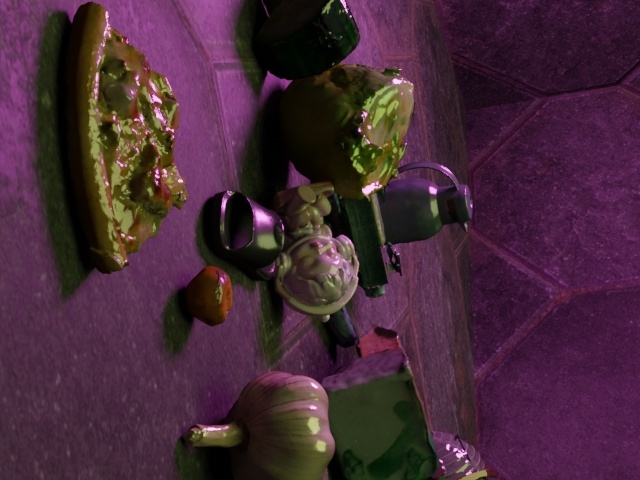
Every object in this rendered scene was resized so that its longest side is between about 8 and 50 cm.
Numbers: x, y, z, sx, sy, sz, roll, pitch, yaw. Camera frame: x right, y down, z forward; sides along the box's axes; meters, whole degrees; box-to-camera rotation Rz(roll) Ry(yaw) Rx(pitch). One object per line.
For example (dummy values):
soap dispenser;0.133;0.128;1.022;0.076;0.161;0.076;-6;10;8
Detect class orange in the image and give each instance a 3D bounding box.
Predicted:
orange;-0.156;0.075;1.454;0.086;0.062;0.086;5;90;-85

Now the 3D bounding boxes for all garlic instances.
garlic;-0.100;0.281;1.456;0.226;0.199;0.199;6;74;-40

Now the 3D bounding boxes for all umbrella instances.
umbrella;0.024;0.124;2.064;0.250;0.052;0.053;68;23;-43

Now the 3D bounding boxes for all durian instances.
durian;0.043;-0.212;1.930;0.256;0.340;0.204;-42;129;-22

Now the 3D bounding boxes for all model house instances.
model house;0.100;0.300;2.096;0.325;0.194;0.267;-96;169;-65

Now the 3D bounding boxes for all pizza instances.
pizza;-0.225;-0.116;1.271;0.223;0.089;0.323;16;68;-69

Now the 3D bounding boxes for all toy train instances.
toy train;0.082;-0.037;2.174;0.189;0.126;0.307;-111;-173;-71

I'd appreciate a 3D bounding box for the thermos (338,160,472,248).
thermos;0.185;-0.080;2.297;0.145;0.287;0.182;-71;148;-58

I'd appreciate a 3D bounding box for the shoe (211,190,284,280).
shoe;-0.096;-0.008;1.648;0.241;0.093;0.108;50;37;-64

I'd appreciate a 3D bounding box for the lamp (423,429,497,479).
lamp;0.226;0.513;2.181;0.233;0.265;0.233;157;-90;-82

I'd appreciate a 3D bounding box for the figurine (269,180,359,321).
figurine;-0.012;0.024;1.820;0.141;0.163;0.236;154;-73;-68

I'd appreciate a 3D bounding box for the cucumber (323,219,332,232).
cucumber;0.000;0.000;2.071;0.168;0.039;0.039;-71;149;-54

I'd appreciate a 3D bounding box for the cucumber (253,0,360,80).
cucumber;-0.025;-0.390;1.930;0.130;0.191;0.191;55;30;-42

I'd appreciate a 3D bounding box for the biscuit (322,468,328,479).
biscuit;-0.013;0.487;1.768;0.150;0.052;0.252;9;74;-74
